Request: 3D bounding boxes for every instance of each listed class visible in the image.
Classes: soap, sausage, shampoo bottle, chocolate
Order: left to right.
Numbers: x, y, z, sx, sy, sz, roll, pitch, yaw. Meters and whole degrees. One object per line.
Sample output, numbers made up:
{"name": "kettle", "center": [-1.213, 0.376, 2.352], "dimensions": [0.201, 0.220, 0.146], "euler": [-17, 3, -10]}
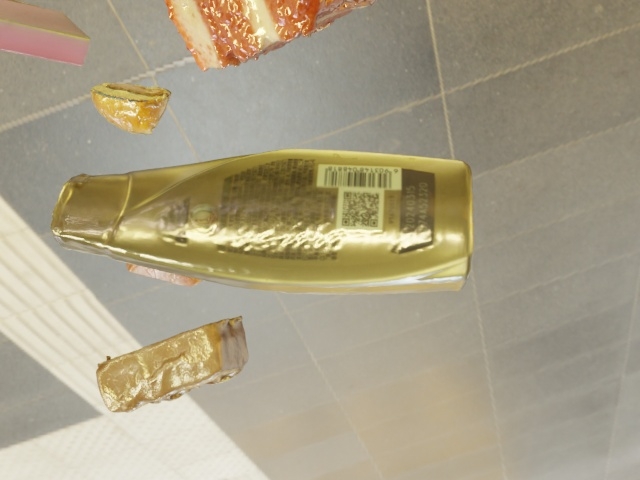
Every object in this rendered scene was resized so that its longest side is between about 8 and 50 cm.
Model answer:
{"name": "soap", "center": [-0.677, -0.482, 1.649], "dimensions": [0.259, 0.181, 0.081], "euler": [0, 124, -50]}
{"name": "sausage", "center": [-0.312, 0.054, 1.509], "dimensions": [0.169, 0.065, 0.065], "euler": [20, 129, -35]}
{"name": "chocolate", "center": [-0.212, 0.186, 1.096], "dimensions": [0.214, 0.093, 0.148], "euler": [-18, 178, 13]}
{"name": "shampoo bottle", "center": [-0.048, -0.018, 0.629], "dimensions": [0.349, 0.126, 0.084], "euler": [1, 161, 3]}

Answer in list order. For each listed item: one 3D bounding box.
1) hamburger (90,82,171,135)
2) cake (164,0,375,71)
{"name": "hamburger", "center": [-0.383, -0.258, 1.472], "dimensions": [0.175, 0.087, 0.102], "euler": [8, 112, 14]}
{"name": "cake", "center": [-0.069, -0.428, 1.070], "dimensions": [0.319, 0.269, 0.270], "euler": [-7, 112, 48]}
